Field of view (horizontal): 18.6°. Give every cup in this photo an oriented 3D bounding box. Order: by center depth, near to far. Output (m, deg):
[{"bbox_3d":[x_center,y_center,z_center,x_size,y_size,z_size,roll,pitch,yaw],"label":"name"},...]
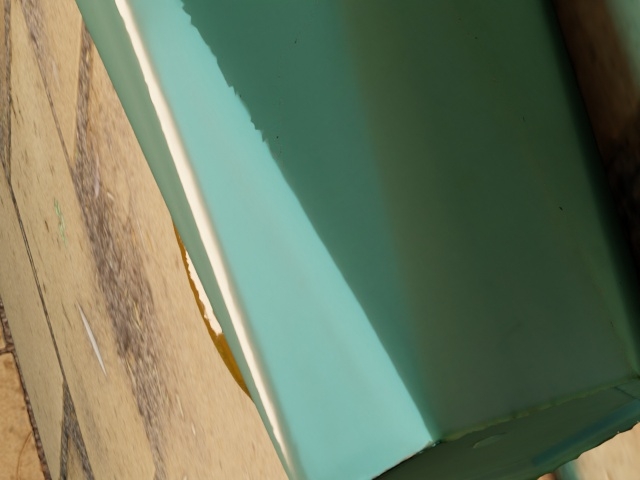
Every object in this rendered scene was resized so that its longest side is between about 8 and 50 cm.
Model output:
[{"bbox_3d":[0.008,-0.044,0.558,0.134,0.148,0.235,-41,62,44],"label":"cup"}]

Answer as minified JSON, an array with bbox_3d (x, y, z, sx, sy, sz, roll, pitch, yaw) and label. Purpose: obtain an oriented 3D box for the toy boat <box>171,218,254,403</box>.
[{"bbox_3d":[0.000,0.000,0.763,0.088,0.089,0.229,-30,69,35],"label":"toy boat"}]
